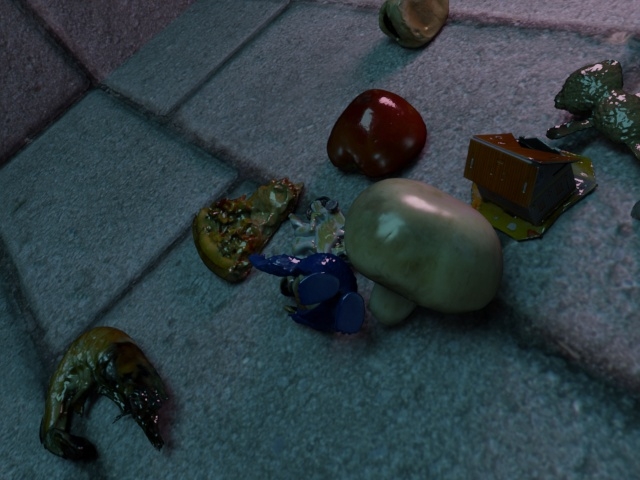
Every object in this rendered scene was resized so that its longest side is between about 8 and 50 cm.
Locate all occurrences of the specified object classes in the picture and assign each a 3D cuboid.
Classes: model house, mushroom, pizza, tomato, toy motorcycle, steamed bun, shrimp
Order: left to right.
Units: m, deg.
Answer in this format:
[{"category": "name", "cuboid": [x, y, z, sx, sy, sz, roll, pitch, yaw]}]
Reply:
[{"category": "shrimp", "cuboid": [-0.434, 0.320, 1.120, 0.445, 0.085, 0.272, 16, 67, 45]}, {"category": "pizza", "cuboid": [-0.167, -0.023, 1.267, 0.288, 0.074, 0.251, -24, 45, 16]}, {"category": "toy motorcycle", "cuboid": [0.000, 0.000, 1.132, 0.151, 0.074, 0.228, -39, 44, 2]}, {"category": "tomato", "cuboid": [0.110, -0.248, 1.237, 0.233, 0.139, 0.200, 16, 56, 43]}, {"category": "steamed bun", "cuboid": [0.228, -0.590, 1.494, 0.172, 0.141, 0.155, -47, 29, -17]}, {"category": "mushroom", "cuboid": [0.145, 0.033, 0.905, 0.234, 0.254, 0.260, -66, 31, 21]}, {"category": "model house", "cuboid": [0.335, -0.136, 0.983, 0.207, 0.136, 0.219, -42, 41, -4]}]

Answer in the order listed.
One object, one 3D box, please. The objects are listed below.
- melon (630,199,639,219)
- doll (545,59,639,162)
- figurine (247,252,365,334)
[{"category": "melon", "cuboid": [0.544, -0.024, 0.796, 0.140, 0.093, 0.202, -9, 11, -8]}, {"category": "doll", "cuboid": [0.523, -0.207, 0.970, 0.202, 0.091, 0.286, -51, 45, -2]}, {"category": "figurine", "cuboid": [-0.010, 0.080, 0.999, 0.121, 0.164, 0.262, -42, 28, -16]}]
